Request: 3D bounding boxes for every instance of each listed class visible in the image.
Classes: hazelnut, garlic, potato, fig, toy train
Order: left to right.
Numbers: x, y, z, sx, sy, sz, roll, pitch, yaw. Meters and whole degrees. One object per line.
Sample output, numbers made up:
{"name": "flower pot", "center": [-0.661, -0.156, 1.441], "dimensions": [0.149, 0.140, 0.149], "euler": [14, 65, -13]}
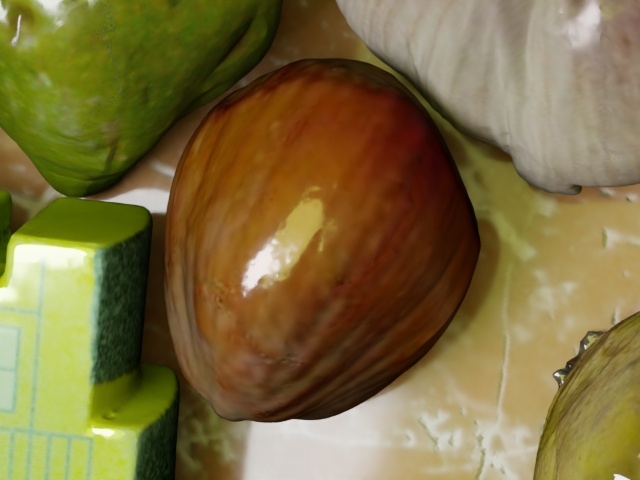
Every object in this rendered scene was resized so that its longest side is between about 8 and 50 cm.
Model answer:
{"name": "toy train", "center": [-0.219, 0.153, 1.120], "dimensions": [0.272, 0.179, 0.442], "euler": [6, 101, 4]}
{"name": "fig", "center": [-0.134, -0.112, 1.108], "dimensions": [0.206, 0.206, 0.275], "euler": [27, 136, 8]}
{"name": "hazelnut", "center": [-0.009, -0.003, 1.096], "dimensions": [0.210, 0.210, 0.186], "euler": [-28, 73, 7]}
{"name": "garlic", "center": [0.163, -0.187, 1.078], "dimensions": [0.322, 0.241, 0.322], "euler": [-1, 106, -4]}
{"name": "potato", "center": [0.208, 0.133, 1.036], "dimensions": [0.229, 0.266, 0.229], "euler": [-1, 87, 12]}
